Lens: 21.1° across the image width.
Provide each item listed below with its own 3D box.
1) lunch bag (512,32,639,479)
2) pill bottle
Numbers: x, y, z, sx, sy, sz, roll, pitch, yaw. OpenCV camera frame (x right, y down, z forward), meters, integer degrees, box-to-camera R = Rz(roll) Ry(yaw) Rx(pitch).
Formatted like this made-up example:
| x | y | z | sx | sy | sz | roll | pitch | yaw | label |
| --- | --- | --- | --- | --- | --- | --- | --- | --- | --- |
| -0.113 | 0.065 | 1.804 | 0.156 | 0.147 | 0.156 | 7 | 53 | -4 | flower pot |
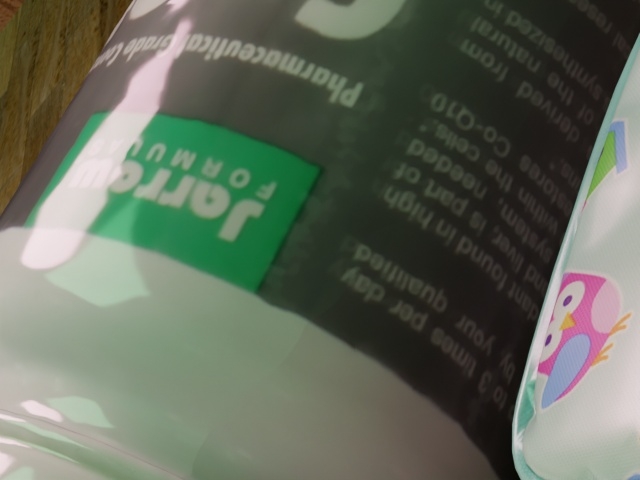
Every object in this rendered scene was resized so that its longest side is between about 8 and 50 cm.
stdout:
| x | y | z | sx | sy | sz | roll | pitch | yaw | label |
| --- | --- | --- | --- | --- | --- | --- | --- | --- | --- |
| 0.170 | -0.014 | 0.389 | 0.279 | 0.108 | 0.224 | -28 | 39 | 56 | lunch bag |
| 0.000 | 0.000 | 0.614 | 0.204 | 0.204 | 0.361 | -18 | 40 | 59 | pill bottle |
